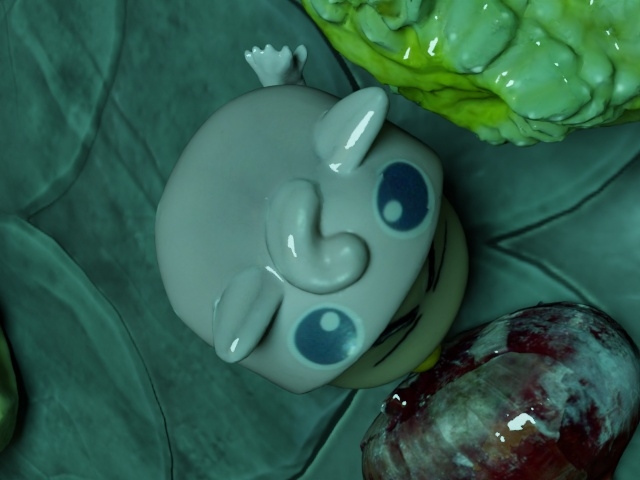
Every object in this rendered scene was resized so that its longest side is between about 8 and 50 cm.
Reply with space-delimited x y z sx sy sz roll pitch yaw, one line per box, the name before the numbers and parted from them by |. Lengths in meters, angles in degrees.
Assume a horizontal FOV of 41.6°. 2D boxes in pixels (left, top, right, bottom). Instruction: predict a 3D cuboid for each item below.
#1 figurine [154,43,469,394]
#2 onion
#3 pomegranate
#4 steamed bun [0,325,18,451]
figurine | 0.000 0.000 0.496 0.186 0.287 0.176 24 80 -9
onion | 0.106 0.128 0.511 0.151 0.098 0.206 48 119 19
pomegranate | 0.128 -0.147 0.383 0.341 0.260 0.260 37 120 -12
steamed bun | -0.475 0.126 0.794 0.373 0.230 0.324 -14 65 4
